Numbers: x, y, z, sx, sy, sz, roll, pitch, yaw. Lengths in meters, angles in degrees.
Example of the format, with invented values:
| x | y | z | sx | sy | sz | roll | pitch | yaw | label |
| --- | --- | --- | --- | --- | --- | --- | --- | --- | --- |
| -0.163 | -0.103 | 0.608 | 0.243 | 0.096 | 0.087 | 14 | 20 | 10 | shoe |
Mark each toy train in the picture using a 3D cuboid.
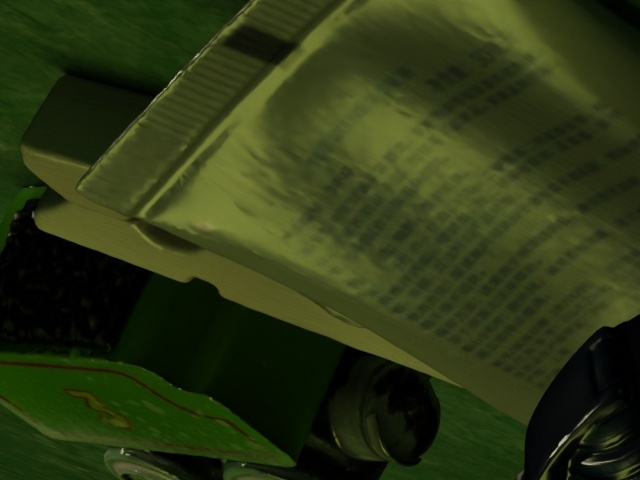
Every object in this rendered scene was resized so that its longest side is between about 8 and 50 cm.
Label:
| x | y | z | sx | sy | sz | roll | pitch | yaw | label |
| --- | --- | --- | --- | --- | --- | --- | --- | --- | --- |
| -0.076 | 0.073 | 1.278 | 0.307 | 0.173 | 0.249 | 0 | 146 | 47 | toy train |

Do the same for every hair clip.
| x | y | z | sx | sy | sz | roll | pitch | yaw | label |
| --- | --- | --- | --- | --- | --- | --- | --- | --- | --- |
| 0.001 | -0.004 | 1.073 | 0.331 | 0.085 | 0.101 | 19 | 148 | 14 | hair clip |

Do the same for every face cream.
| x | y | z | sx | sy | sz | roll | pitch | yaw | label |
| --- | --- | --- | --- | --- | --- | --- | --- | --- | --- |
| 0.126 | 0.013 | 0.895 | 0.420 | 0.137 | 0.235 | 29 | 133 | -24 | face cream |

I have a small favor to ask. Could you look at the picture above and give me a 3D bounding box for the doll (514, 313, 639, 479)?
| x | y | z | sx | sy | sz | roll | pitch | yaw | label |
| --- | --- | --- | --- | --- | --- | --- | --- | --- | --- |
| 0.228 | 0.098 | 0.740 | 0.310 | 0.240 | 0.284 | -38 | 118 | 25 | doll |
